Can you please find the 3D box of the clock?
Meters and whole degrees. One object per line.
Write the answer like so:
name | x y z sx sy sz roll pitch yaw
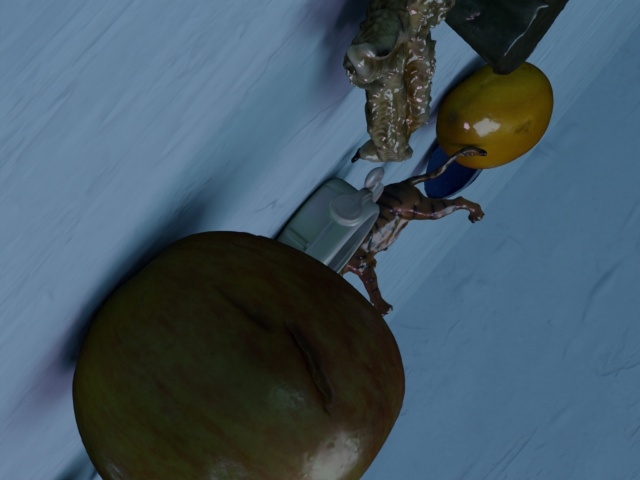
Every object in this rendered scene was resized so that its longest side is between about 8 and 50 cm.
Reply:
clock | 0.000 0.000 2.030 0.191 0.062 0.151 -50 172 -10

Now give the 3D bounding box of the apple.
apple | -0.075 0.116 1.548 0.264 0.264 0.264 -50 173 -9

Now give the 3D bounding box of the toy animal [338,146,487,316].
toy animal | 0.090 -0.031 2.288 0.255 0.116 0.114 -45 -144 -9

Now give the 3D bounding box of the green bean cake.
green bean cake | 0.190 -0.252 1.813 0.181 0.094 0.173 -52 173 6

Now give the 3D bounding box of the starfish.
starfish | 0.108 -0.211 1.559 0.324 0.082 0.432 -55 168 0

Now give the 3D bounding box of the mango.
mango | 0.207 -0.156 2.367 0.145 0.112 0.219 -56 159 22

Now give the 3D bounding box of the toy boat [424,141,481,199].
toy boat | 0.218 -0.143 2.631 0.210 0.070 0.291 -50 176 14
